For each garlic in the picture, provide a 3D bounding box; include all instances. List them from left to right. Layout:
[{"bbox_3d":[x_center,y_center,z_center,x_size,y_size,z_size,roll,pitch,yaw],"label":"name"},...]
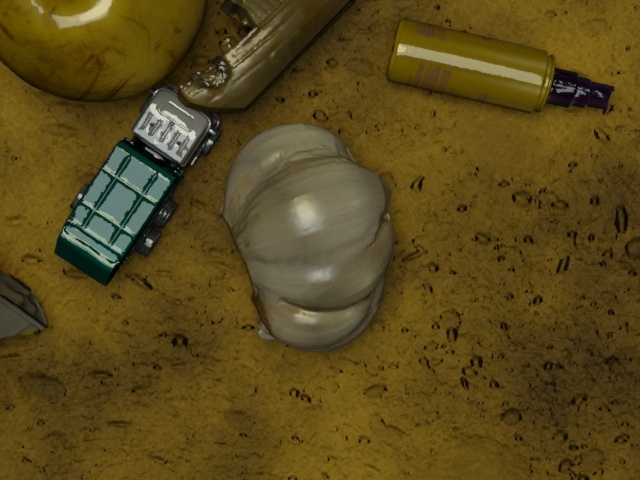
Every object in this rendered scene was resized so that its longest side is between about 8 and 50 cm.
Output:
[{"bbox_3d":[0.003,-0.006,1.237,0.203,0.184,0.281,-20,93,-17],"label":"garlic"}]

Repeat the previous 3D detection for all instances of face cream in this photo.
[{"bbox_3d":[0.220,-0.202,1.264,0.273,0.078,0.078,13,95,0],"label":"face cream"}]

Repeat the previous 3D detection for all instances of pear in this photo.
[{"bbox_3d":[-0.261,-0.287,1.173,0.280,0.281,0.281,0,95,1],"label":"pear"}]

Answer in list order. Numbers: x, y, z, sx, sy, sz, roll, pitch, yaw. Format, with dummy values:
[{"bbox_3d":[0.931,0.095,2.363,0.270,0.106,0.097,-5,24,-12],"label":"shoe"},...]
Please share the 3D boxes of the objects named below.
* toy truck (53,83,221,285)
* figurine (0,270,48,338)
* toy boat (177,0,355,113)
[{"bbox_3d":[-0.224,-0.066,1.265,0.114,0.124,0.253,34,96,-5],"label":"toy truck"},{"bbox_3d":[-0.505,0.109,1.275,0.308,0.143,0.309,-1,77,5],"label":"figurine"},{"bbox_3d":[-0.050,-0.275,1.227,0.121,0.089,0.321,45,79,-9],"label":"toy boat"}]
